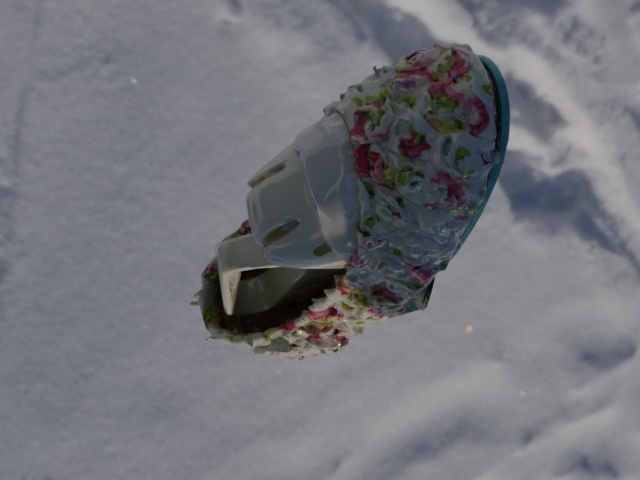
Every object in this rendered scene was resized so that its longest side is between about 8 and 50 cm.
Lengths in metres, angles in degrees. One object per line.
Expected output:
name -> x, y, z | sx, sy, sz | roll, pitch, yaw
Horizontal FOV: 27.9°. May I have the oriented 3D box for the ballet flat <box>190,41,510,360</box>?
ballet flat -> 0.000, 0.000, 0.534 | 0.077, 0.091, 0.241 | -5, 158, -19
